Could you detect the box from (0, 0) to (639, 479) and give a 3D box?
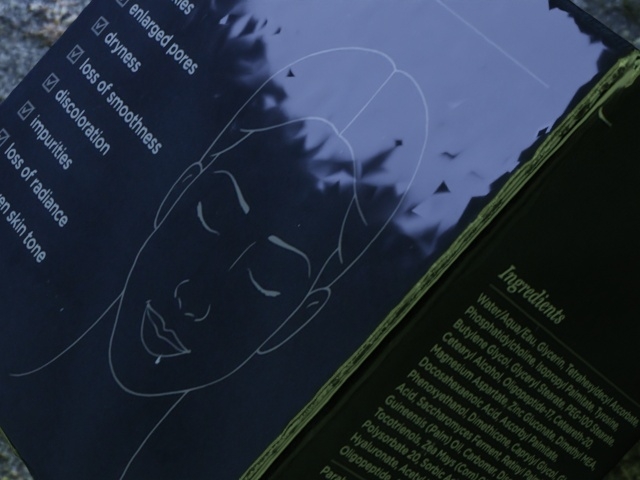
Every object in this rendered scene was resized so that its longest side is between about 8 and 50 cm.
[{"bbox_3d":[0.000,0.000,1.306,0.472,0.297,0.480,-49,44,6],"label":"box"}]
